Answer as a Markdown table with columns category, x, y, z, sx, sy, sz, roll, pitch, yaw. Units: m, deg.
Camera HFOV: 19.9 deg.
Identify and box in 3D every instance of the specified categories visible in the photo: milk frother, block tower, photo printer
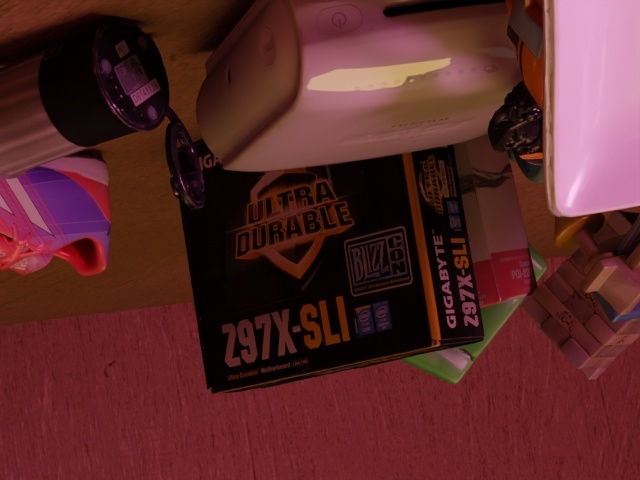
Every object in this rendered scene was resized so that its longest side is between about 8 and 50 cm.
| category | x | y | z | sx | sy | sz | roll | pitch | yaw |
| --- | --- | --- | --- | --- | --- | --- | --- | --- | --- |
| milk frother | -0.167 | -0.075 | 1.341 | 0.134 | 0.143 | 0.129 | -16 | 178 | 32 |
| block tower | 0.338 | -0.010 | 1.751 | 0.335 | 0.091 | 0.097 | -48 | 159 | 17 |
| photo printer | 0.060 | -0.134 | 1.334 | 0.256 | 0.107 | 0.307 | -9 | 174 | -17 |

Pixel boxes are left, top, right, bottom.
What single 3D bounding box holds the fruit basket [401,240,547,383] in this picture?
| category | x | y | z | sx | sy | sz | roll | pitch | yaw |
| --- | --- | --- | --- | --- | --- | --- | --- | --- | --- |
| fruit basket | 0.052 | -0.005 | 2.105 | 0.283 | 0.392 | 0.392 | -52 | 169 | 3 |

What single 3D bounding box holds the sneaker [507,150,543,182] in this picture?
| category | x | y | z | sx | sy | sz | roll | pitch | yaw |
| --- | --- | --- | --- | --- | --- | --- | --- | --- | --- |
| sneaker | 0.260 | -0.131 | 1.572 | 0.208 | 0.127 | 0.319 | -10 | -172 | 3 |

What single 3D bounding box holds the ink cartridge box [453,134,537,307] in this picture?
| category | x | y | z | sx | sy | sz | roll | pitch | yaw |
| --- | --- | --- | --- | --- | --- | --- | --- | --- | --- |
| ink cartridge box | 0.108 | -0.034 | 1.801 | 0.158 | 0.218 | 0.092 | -14 | 178 | 34 |

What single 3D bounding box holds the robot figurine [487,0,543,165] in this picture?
| category | x | y | z | sx | sy | sz | roll | pitch | yaw |
| --- | --- | --- | --- | --- | --- | --- | --- | --- | --- |
| robot figurine | 0.196 | -0.136 | 1.142 | 0.211 | 0.085 | 0.291 | -35 | 155 | -5 |

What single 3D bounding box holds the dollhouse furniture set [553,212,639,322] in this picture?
| category | x | y | z | sx | sy | sz | roll | pitch | yaw |
| --- | --- | --- | --- | --- | --- | --- | --- | --- | --- |
| dollhouse furniture set | 0.338 | -0.111 | 1.413 | 0.303 | 0.198 | 0.286 | -10 | 149 | -29 |

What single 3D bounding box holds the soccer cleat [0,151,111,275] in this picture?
| category | x | y | z | sx | sy | sz | roll | pitch | yaw |
| --- | --- | --- | --- | --- | --- | --- | --- | --- | --- |
| soccer cleat | -0.303 | -0.024 | 1.699 | 0.108 | 0.116 | 0.318 | -14 | 173 | 30 |

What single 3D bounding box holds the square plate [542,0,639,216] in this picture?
| category | x | y | z | sx | sy | sz | roll | pitch | yaw |
| --- | --- | --- | --- | --- | --- | --- | --- | --- | --- |
| square plate | 0.271 | -0.172 | 0.890 | 0.347 | 0.049 | 0.344 | -10 | 134 | -1 |

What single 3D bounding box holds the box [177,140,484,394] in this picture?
| category | x | y | z | sx | sy | sz | roll | pitch | yaw |
| --- | --- | --- | --- | --- | --- | --- | --- | --- | --- |
| box | 0.000 | 0.000 | 1.767 | 0.079 | 0.257 | 0.322 | -4 | 172 | -45 |
